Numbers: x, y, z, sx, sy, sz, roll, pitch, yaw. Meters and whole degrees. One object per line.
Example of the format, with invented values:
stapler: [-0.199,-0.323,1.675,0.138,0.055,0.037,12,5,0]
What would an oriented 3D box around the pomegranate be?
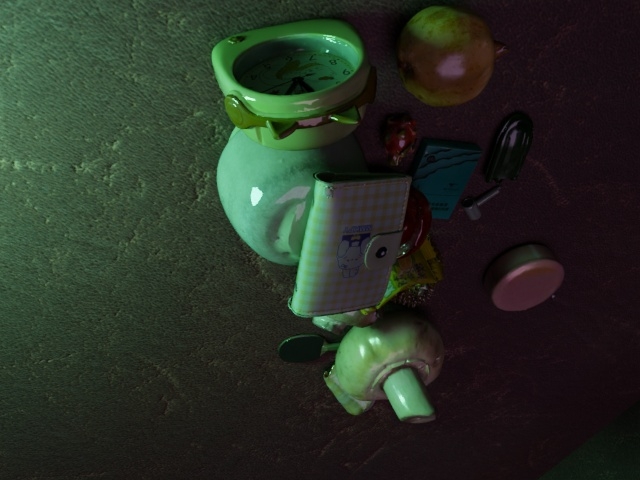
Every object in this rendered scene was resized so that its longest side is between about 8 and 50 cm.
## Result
pomegranate: [0.254,-0.376,1.208,0.207,0.207,0.207,-9,135,-10]

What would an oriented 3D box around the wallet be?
wallet: [0.061,0.009,1.170,0.224,0.077,0.309,-3,125,-24]

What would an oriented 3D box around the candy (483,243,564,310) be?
candy: [0.650,0.124,1.879,0.256,0.094,0.255,-9,135,-9]

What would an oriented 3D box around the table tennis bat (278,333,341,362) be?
table tennis bat: [-0.016,0.353,1.935,0.247,0.022,0.138,-1,133,-16]

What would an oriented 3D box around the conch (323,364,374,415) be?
conch: [0.113,0.533,2.075,0.158,0.127,0.255,-41,131,21]

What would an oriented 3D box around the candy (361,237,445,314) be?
candy: [0.191,0.065,1.560,0.297,0.187,0.081,-22,171,-29]

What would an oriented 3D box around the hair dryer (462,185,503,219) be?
hair dryer: [0.455,-0.112,1.637,0.124,0.037,0.063,-36,135,7]

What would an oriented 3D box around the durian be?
durian: [0.261,0.115,1.725,0.183,0.137,0.249,-7,141,-23]

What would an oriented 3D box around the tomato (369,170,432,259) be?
tomato: [0.182,-0.063,1.488,0.140,0.233,0.200,-10,137,-51]

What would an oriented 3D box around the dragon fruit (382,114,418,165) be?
dragon fruit: [0.185,-0.233,1.388,0.081,0.086,0.116,7,120,-17]

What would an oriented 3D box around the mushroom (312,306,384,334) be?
mushroom: [0.057,0.165,1.623,0.255,0.255,0.184,31,84,-38]

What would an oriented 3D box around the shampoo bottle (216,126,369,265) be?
shampoo bottle: [-0.055,-0.119,1.258,0.323,0.317,0.322,-8,136,-8]

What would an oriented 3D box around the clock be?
clock: [-0.041,-0.279,1.085,0.286,0.348,0.117,-12,135,-6]

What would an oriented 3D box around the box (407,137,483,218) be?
box: [0.302,-0.155,1.534,0.161,0.042,0.226,2,132,-19]

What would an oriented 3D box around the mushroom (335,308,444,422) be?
mushroom: [0.218,0.400,1.874,0.325,0.353,0.353,-6,140,24]

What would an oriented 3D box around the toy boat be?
toy boat: [0.488,-0.229,1.519,0.104,0.052,0.210,-5,133,-11]
